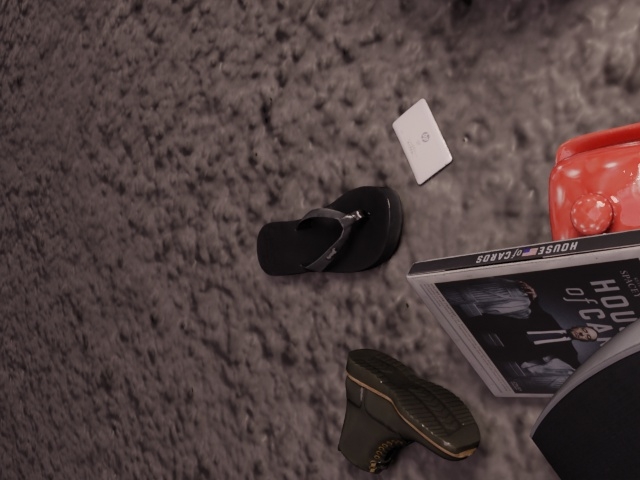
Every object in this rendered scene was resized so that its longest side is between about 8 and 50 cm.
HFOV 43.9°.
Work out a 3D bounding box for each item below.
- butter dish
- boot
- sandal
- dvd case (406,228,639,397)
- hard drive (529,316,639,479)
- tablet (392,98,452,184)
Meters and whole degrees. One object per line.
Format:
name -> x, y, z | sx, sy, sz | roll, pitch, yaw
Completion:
butter dish -> 0.253, -0.022, 0.671 | 0.160, 0.118, 0.160 | -9, 85, 47
boot -> 0.092, 0.224, 0.889 | 0.198, 0.077, 0.137 | 35, 121, 54
sandal -> 0.000, 0.001, 0.980 | 0.254, 0.054, 0.097 | -20, 77, 45
dvd case -> 0.215, 0.074, 0.699 | 0.239, 0.029, 0.179 | -11, 126, 46
hard drive -> 0.263, 0.164, 0.629 | 0.172, 0.054, 0.254 | 57, 156, 21
tablet -> 0.113, -0.111, 0.894 | 0.054, 0.006, 0.083 | -38, 65, 40
